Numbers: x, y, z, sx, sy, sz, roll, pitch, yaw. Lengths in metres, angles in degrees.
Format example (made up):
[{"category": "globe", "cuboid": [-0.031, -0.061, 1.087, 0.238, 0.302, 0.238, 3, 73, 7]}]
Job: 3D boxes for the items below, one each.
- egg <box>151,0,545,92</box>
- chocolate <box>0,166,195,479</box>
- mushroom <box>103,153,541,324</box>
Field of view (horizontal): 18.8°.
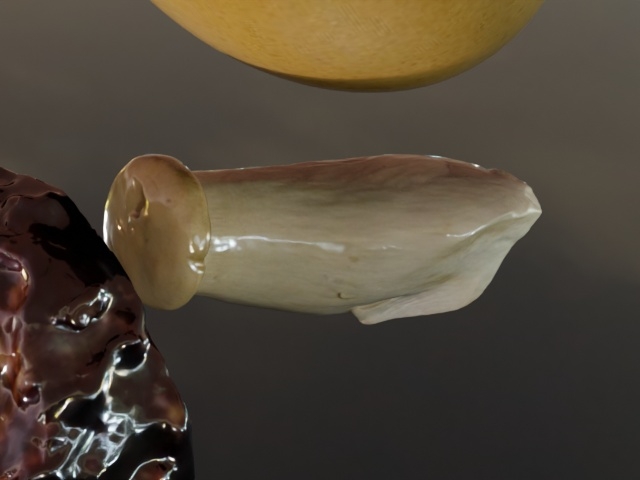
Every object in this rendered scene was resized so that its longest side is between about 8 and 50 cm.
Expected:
[{"category": "egg", "cuboid": [0.004, -0.204, 0.925, 0.250, 0.250, 0.322, 12, 153, 35]}, {"category": "chocolate", "cuboid": [-0.195, 0.087, 0.909, 0.224, 0.206, 0.177, 21, -144, 36]}, {"category": "mushroom", "cuboid": [-0.001, -0.002, 1.074, 0.247, 0.096, 0.108, 1, -167, -29]}]
